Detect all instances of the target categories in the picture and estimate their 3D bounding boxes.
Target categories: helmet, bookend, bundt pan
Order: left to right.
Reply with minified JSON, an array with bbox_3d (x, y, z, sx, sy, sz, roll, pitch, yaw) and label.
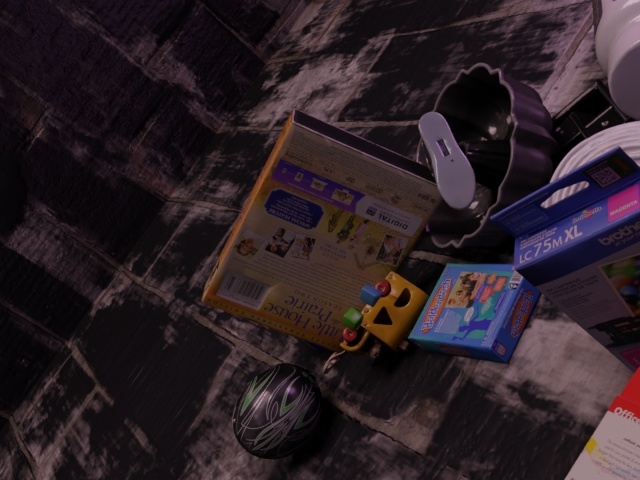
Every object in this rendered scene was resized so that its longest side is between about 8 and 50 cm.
[{"bbox_3d":[-0.077,0.318,1.575,0.169,0.169,0.161,-41,10,22],"label":"helmet"},{"bbox_3d":[0.296,-0.139,1.510,0.331,0.124,0.331,-171,90,-68],"label":"bundt pan"},{"bbox_3d":[0.452,-0.169,1.442,0.157,0.072,0.156,-41,27,22],"label":"bookend"}]

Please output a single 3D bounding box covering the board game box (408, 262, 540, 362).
[{"bbox_3d":[0.257,0.115,1.417,0.210,0.047,0.160,0,55,59],"label":"board game box"}]

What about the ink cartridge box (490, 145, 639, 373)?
[{"bbox_3d":[0.368,0.037,1.016,0.185,0.311,0.065,-31,30,39],"label":"ink cartridge box"}]

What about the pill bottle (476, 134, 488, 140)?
[{"bbox_3d":[0.346,-0.234,1.698,0.086,0.086,0.152,-28,34,41],"label":"pill bottle"}]

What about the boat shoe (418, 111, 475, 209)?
[{"bbox_3d":[0.219,-0.127,1.465,0.065,0.083,0.184,-18,71,3],"label":"boat shoe"}]

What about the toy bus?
[{"bbox_3d":[0.117,0.159,1.531,0.191,0.104,0.202,-35,-28,-47],"label":"toy bus"}]

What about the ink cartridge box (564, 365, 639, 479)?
[{"bbox_3d":[0.371,0.269,0.973,0.231,0.078,0.134,-54,25,-7],"label":"ink cartridge box"}]

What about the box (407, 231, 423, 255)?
[{"bbox_3d":[0.130,-0.025,1.778,0.290,0.087,0.169,-53,24,-3],"label":"box"}]

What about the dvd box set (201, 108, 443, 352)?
[{"bbox_3d":[0.000,0.000,1.564,0.062,0.307,0.421,-89,24,-56],"label":"dvd box set"}]

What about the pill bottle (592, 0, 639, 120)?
[{"bbox_3d":[0.549,-0.366,1.388,0.204,0.204,0.361,-30,32,38],"label":"pill bottle"}]

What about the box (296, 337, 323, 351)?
[{"bbox_3d":[-0.020,0.138,1.766,0.137,0.126,0.072,-57,26,-11],"label":"box"}]

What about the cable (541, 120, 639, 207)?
[{"bbox_3d":[0.432,-0.040,1.148,0.257,0.089,0.257,-47,57,16],"label":"cable"}]
